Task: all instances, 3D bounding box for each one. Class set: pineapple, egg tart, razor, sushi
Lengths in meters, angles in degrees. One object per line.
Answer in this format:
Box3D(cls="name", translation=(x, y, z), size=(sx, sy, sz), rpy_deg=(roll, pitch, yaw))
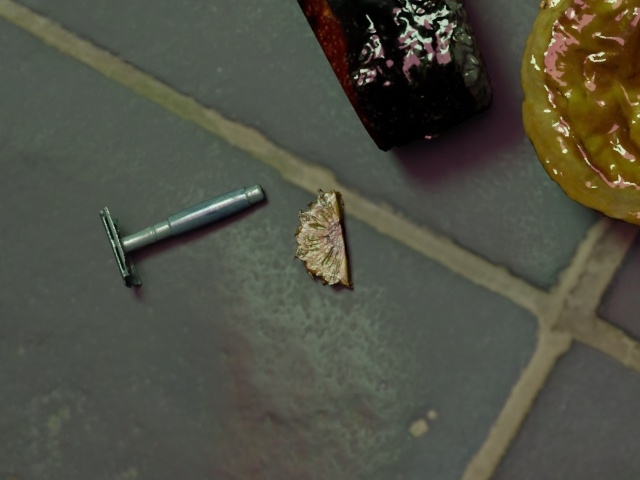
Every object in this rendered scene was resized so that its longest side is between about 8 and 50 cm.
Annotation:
Box3D(cls="pineapple", translation=(0.000, 0.000, 1.518), size=(0.045, 0.019, 0.083), rpy_deg=(-6, 82, 10))
Box3D(cls="egg tart", translation=(0.273, -0.118, 1.425), size=(0.241, 0.106, 0.241), rpy_deg=(-2, 83, 15))
Box3D(cls="razor", translation=(-0.110, -0.017, 1.542), size=(0.135, 0.040, 0.068), rpy_deg=(-22, 77, 5))
Box3D(cls="sushi", translation=(0.053, -0.188, 1.478), size=(0.126, 0.136, 0.225), rpy_deg=(-27, 68, 6))
